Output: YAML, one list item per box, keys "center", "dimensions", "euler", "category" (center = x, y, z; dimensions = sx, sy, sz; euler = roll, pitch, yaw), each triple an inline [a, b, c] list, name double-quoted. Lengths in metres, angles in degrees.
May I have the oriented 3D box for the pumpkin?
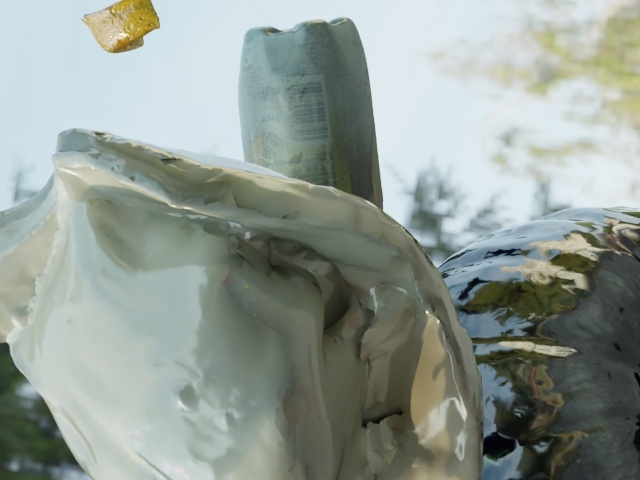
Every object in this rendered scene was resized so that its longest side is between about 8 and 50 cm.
- center: [0.154, 0.106, 0.886]
  dimensions: [0.296, 0.296, 0.296]
  euler: [10, -90, -70]
  category: "pumpkin"

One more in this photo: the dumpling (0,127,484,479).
- center: [-0.025, 0.036, 0.616]
  dimensions: [0.136, 0.199, 0.118]
  euler: [-53, 7, 38]
  category: "dumpling"

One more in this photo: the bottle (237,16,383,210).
- center: [0.000, 0.000, 1.170]
  dimensions: [0.083, 0.083, 0.269]
  euler: [-24, -71, -66]
  category: "bottle"

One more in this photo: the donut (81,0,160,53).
- center: [-0.148, -0.171, 1.490]
  dimensions: [0.067, 0.083, 0.038]
  euler: [-22, -88, -57]
  category: "donut"
